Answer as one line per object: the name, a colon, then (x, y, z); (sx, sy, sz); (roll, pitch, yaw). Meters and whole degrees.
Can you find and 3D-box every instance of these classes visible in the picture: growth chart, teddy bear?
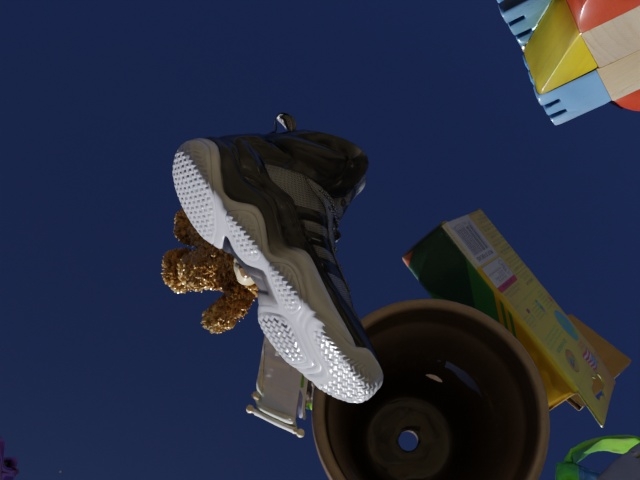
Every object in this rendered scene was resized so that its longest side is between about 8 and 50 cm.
growth chart: (-0.057, 0.246, 1.469); (0.021, 0.172, 0.237); (0, -73, -50)
teddy bear: (-0.166, 0.026, 1.351); (0.113, 0.338, 0.245); (29, -86, -46)

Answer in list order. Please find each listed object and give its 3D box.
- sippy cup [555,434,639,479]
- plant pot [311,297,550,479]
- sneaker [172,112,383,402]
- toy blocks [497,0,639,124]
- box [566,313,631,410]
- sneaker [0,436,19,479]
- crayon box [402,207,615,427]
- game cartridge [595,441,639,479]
sippy cup: (0.467, 0.452, 1.171); (0.224, 0.240, 0.305); (-2, -98, 16)
plant pot: (0.117, 0.225, 0.953); (0.263, 0.229, 0.262); (1, -111, -2)
sneaker: (0.000, 0.000, 0.691); (0.153, 0.101, 0.268); (-31, -101, -31)
toy blocks: (0.253, -0.193, 0.589); (0.381, 0.261, 0.190); (33, -139, -50)
box: (0.538, 0.253, 1.667); (0.201, 0.021, 0.164); (-27, -124, -36)
sneaker: (-0.341, 0.267, 0.827); (0.068, 0.169, 0.071); (22, -140, 10)
crayon box: (0.264, 0.110, 1.076); (0.318, 0.081, 0.202); (53, -156, 10)
game cartridge: (0.397, 0.197, 0.683); (0.294, 0.196, 0.060); (-13, -80, -26)
